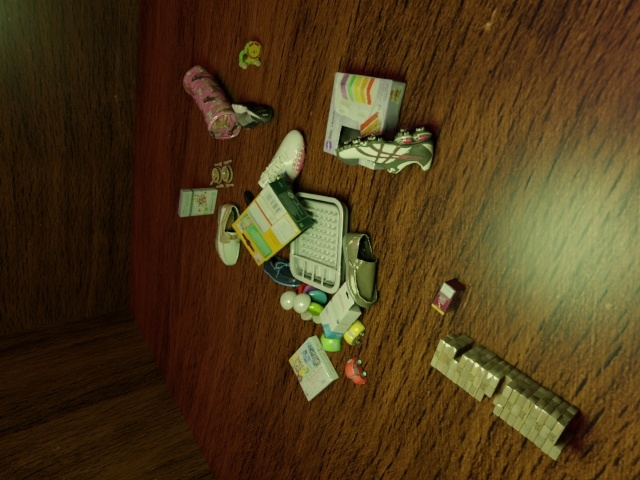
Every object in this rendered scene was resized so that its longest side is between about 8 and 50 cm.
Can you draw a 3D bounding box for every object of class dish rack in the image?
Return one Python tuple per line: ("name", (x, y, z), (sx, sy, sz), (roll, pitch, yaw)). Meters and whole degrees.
("dish rack", (0.000, 0.000, 1.470), (0.285, 0.072, 0.333), (17, 110, 48))

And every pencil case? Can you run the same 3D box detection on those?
("pencil case", (-0.508, -0.641, 1.896), (0.167, 0.160, 0.386), (-38, 64, 15))

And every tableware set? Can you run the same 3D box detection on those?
("tableware set", (-0.498, -0.328, 2.030), (0.194, 0.039, 0.128), (4, 100, 50))

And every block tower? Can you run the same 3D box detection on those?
("block tower", (0.440, 0.358, 0.993), (0.335, 0.090, 0.097), (35, 123, 41))

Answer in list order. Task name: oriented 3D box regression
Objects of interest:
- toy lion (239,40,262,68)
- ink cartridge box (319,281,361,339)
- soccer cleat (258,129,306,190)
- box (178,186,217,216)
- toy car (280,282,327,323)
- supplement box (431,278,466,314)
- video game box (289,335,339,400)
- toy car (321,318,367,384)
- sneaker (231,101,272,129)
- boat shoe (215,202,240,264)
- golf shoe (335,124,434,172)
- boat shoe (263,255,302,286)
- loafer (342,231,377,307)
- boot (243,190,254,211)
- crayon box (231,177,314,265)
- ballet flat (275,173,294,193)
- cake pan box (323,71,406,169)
("toy lion", (-0.283, -0.756, 1.652), (0.034, 0.100, 0.096), (43, 146, 39))
("ink cartridge box", (0.076, 0.240, 1.394), (0.180, 0.060, 0.104), (-55, 33, 28))
("soccer cleat", (-0.156, -0.260, 1.551), (0.116, 0.143, 0.331), (45, 129, 34))
("box", (-0.632, -0.198, 2.098), (0.038, 0.186, 0.145), (41, 126, 35))
("toy car", (-0.046, 0.223, 1.531), (0.182, 0.159, 0.136), (1, 61, 50))
("supplement box", (0.345, 0.151, 1.097), (0.043, 0.054, 0.083), (42, 126, 37))
("video game box", (-0.032, 0.510, 1.621), (0.187, 0.048, 0.205), (57, 135, 24))
("toy car", (0.070, 0.388, 1.470), (0.224, 0.053, 0.239), (6, 101, 49))
("sneaker", (-0.280, -0.515, 1.703), (0.271, 0.100, 0.108), (32, 131, 49))
("boat shoe", (-0.436, -0.026, 1.955), (0.103, 0.113, 0.303), (2, 98, 56))
("golf shoe", (0.174, -0.240, 1.129), (0.272, 0.105, 0.120), (-2, 114, 22))
("boat shoe", (-0.164, 0.114, 1.662), (0.258, 0.109, 0.089), (21, 109, 44))
("loafer", (0.133, 0.090, 1.308), (0.087, 0.094, 0.251), (-21, 80, 54))
("boot", (-0.327, -0.153, 1.857), (0.121, 0.045, 0.099), (57, 138, 26))
("crayon box", (-0.187, -0.061, 1.524), (0.203, 0.083, 0.323), (56, 136, 2))
("ballet flat", (-0.124, -0.166, 1.545), (0.070, 0.070, 0.188), (43, 162, 37))
("cake pan box", (0.124, -0.367, 1.258), (0.245, 0.070, 0.267), (34, 122, 44))
